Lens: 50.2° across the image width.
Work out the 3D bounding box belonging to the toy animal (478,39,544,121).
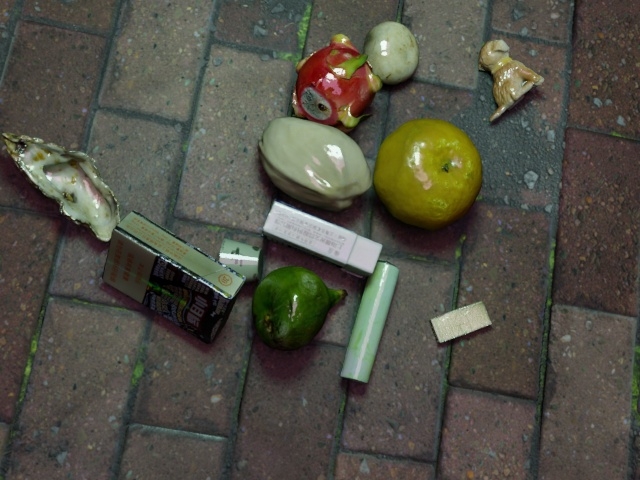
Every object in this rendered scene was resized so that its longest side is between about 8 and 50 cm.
[{"bbox_3d":[0.475,-0.441,1.852,0.184,0.104,0.185,-39,89,-6],"label":"toy animal"}]

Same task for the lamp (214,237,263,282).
[{"bbox_3d":[-0.249,0.052,1.651,0.214,0.121,0.121,5,77,4],"label":"lamp"}]

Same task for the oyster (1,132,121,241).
[{"bbox_3d":[-0.619,-0.139,1.654,0.341,0.110,0.166,28,82,-3],"label":"oyster"}]

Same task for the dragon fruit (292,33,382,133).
[{"bbox_3d":[0.044,-0.392,1.737,0.224,0.224,0.227,44,62,4],"label":"dragon fruit"}]

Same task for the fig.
[{"bbox_3d":[-0.036,0.163,1.635,0.235,0.203,0.203,5,75,-40],"label":"fig"}]

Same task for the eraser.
[{"bbox_3d":[0.000,0.000,1.685,0.287,0.130,0.086,22,79,-2],"label":"eraser"}]

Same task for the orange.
[{"bbox_3d":[0.264,-0.165,1.701,0.279,0.235,0.279,2,83,-20],"label":"orange"}]

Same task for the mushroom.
[{"bbox_3d":[0.186,-0.495,1.817,0.166,0.127,0.166,1,88,-28],"label":"mushroom"}]

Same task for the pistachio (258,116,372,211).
[{"bbox_3d":[-0.023,-0.201,1.693,0.331,0.208,0.226,30,44,19],"label":"pistachio"}]

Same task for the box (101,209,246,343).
[{"bbox_3d":[-0.344,0.088,1.588,0.310,0.198,0.084,31,44,1],"label":"box"}]

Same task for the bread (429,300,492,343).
[{"bbox_3d":[0.355,0.207,1.733,0.153,0.028,0.068,-19,81,-9],"label":"bread"}]

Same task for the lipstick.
[{"bbox_3d":[0.125,0.197,1.685,0.076,0.076,0.304,17,76,-3],"label":"lipstick"}]
